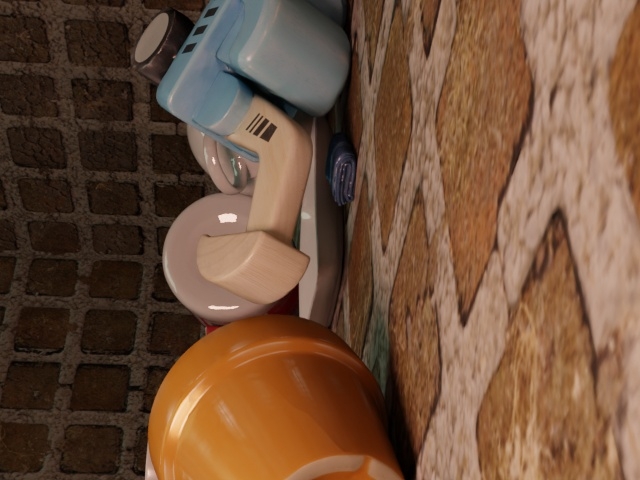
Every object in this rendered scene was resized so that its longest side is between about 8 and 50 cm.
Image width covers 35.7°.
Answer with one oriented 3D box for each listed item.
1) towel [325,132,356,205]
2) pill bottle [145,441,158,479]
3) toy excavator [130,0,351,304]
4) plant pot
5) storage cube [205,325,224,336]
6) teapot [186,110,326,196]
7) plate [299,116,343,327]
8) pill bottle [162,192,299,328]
[{"bbox_3d":[0.025,-0.093,1.261,0.119,0.029,0.067,-99,13,-69],"label":"towel"},{"bbox_3d":[-0.134,0.357,1.530,0.153,0.265,0.153,-178,90,-86],"label":"pill bottle"},{"bbox_3d":[-0.079,-0.179,1.291,0.432,0.222,0.445,-59,34,2],"label":"toy excavator"},{"bbox_3d":[-0.020,0.187,0.800,0.188,0.205,0.205,-141,52,-64],"label":"plant pot"},{"bbox_3d":[-0.110,0.261,1.752,0.215,0.193,0.183,109,162,-71],"label":"storage cube"},{"bbox_3d":[-0.099,-0.151,1.656,0.252,0.256,0.187,154,105,-69],"label":"teapot"},{"bbox_3d":[0.000,0.000,1.432,0.277,0.045,0.277,101,170,-58],"label":"plate"},{"bbox_3d":[-0.142,0.077,1.860,0.407,0.229,0.228,75,-165,-73],"label":"pill bottle"}]
